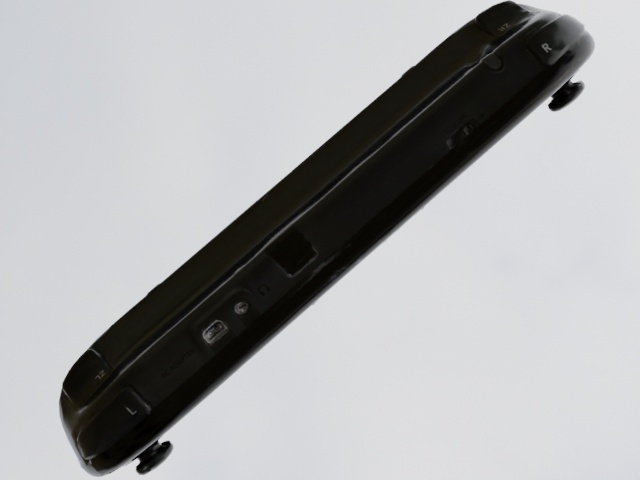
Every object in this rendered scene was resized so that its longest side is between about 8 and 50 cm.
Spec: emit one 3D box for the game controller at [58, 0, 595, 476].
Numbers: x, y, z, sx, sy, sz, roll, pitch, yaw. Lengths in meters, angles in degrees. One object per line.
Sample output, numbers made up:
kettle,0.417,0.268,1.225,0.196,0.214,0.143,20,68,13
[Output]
game controller,0.000,0.000,0.812,0.067,0.319,0.166,49,-9,4
